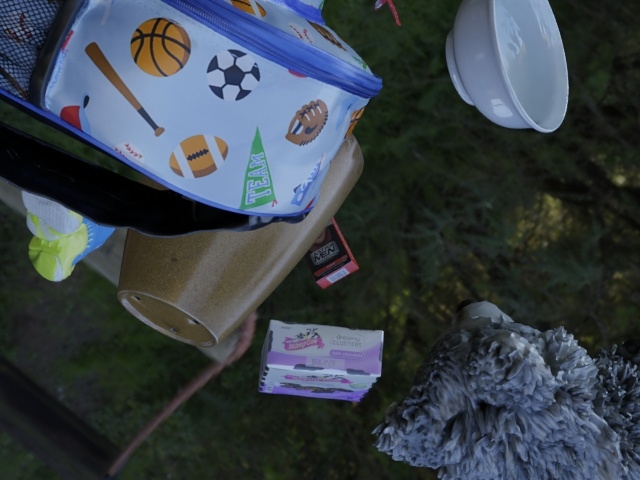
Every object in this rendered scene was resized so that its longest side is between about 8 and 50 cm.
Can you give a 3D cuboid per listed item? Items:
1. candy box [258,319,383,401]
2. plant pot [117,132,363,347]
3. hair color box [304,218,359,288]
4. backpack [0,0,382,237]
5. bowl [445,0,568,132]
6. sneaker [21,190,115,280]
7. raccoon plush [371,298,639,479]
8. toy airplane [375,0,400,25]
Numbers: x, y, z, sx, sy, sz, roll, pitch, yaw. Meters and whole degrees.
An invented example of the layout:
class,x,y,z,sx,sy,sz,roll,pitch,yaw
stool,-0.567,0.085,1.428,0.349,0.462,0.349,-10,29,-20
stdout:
class,x,y,z,sx,sy,sz,roll,pitch,yaw
candy box,-0.004,0.182,1.472,0.196,0.164,0.070,108,-13,-69
plant pot,-0.111,-0.022,1.078,0.254,0.237,0.237,-64,-179,-23
hair color box,0.000,0.000,1.632,0.072,0.141,0.043,-31,153,7
backpack,-0.091,-0.127,0.602,0.213,0.263,0.276,-55,177,18
bowl,0.306,-0.318,1.705,0.134,0.298,0.298,-11,-159,34
sneaker,-0.326,-0.049,1.322,0.126,0.091,0.240,-41,168,-37
raccoon plush,0.254,0.226,0.811,0.299,0.446,0.216,12,117,-50
toy airplane,0.092,-0.368,1.435,0.028,0.151,0.151,-23,175,-1
